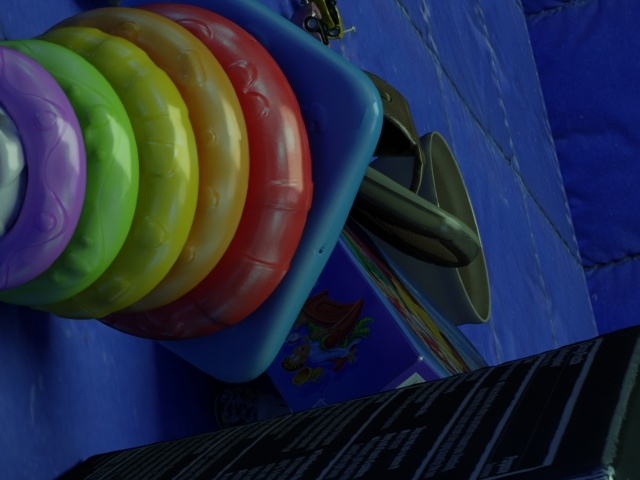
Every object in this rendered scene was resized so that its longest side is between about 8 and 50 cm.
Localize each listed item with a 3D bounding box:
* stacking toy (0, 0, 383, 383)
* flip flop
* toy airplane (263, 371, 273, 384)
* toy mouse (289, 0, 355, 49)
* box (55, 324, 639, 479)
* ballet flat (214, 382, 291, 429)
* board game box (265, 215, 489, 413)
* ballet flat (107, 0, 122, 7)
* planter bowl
[{"bbox_3d":[-0.126,-0.028,0.848,0.302,0.166,0.175,-7,125,-59],"label":"stacking toy"},{"bbox_3d":[0.011,-0.082,1.295,0.277,0.080,0.112,46,1,37],"label":"flip flop"},{"bbox_3d":[-0.016,0.090,1.302,0.151,0.028,0.151,52,2,-3],"label":"toy airplane"},{"bbox_3d":[0.002,-0.157,1.694,0.161,0.031,0.143,49,28,-60],"label":"toy mouse"},{"bbox_3d":[0.012,0.173,0.814,0.296,0.294,0.182,-30,104,-75],"label":"box"},{"bbox_3d":[-0.031,0.114,1.242,0.114,0.041,0.041,43,34,-65],"label":"ballet flat"},{"bbox_3d":[0.053,0.092,1.239,0.347,0.078,0.233,45,8,-49],"label":"board game box"},{"bbox_3d":[-0.071,-0.215,1.289,0.348,0.123,0.123,-50,124,-74],"label":"ballet flat"},{"bbox_3d":[0.065,0.003,1.605,0.162,0.109,0.162,-16,90,-76],"label":"planter bowl"}]
